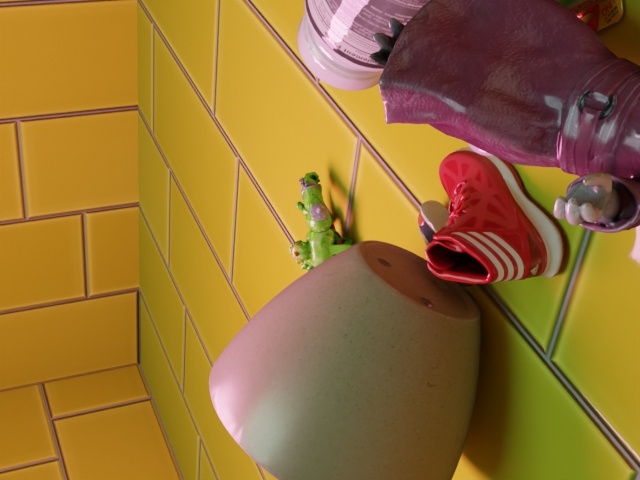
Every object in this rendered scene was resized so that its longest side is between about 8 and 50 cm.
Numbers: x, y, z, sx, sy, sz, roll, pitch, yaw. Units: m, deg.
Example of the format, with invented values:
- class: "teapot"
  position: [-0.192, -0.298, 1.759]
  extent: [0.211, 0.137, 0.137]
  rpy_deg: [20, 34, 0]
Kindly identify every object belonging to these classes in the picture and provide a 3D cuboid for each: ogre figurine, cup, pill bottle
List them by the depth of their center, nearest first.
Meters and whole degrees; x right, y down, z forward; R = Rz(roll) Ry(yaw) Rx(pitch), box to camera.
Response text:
- class: "pill bottle"
  position: [0.073, -0.295, 1.135]
  extent: [0.278, 0.162, 0.162]
  rpy_deg: [131, 126, -64]
- class: "cup"
  position: [0.062, 0.142, 1.199]
  extent: [0.237, 0.331, 0.331]
  rpy_deg: [-61, 36, 20]
- class: "ogre figurine"
  position: [0.000, 0.000, 1.541]
  extent: [0.118, 0.097, 0.197]
  rpy_deg: [-112, 33, -75]

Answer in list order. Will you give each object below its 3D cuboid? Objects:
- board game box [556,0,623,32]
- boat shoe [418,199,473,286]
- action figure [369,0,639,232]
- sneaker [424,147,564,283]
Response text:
- class: "board game box"
  position: [0.218, -0.318, 0.938]
  extent: [0.124, 0.039, 0.259]
  rpy_deg: [163, 94, -69]
- class: "boat shoe"
  position: [0.156, 0.010, 1.206]
  extent: [0.043, 0.049, 0.137]
  rpy_deg: [98, 155, -44]
- class: "action figure"
  position: [0.225, -0.086, 0.804]
  extent: [0.370, 0.248, 0.276]
  rpy_deg: [32, 167, 32]
- class: "sneaker"
  position: [0.157, -0.031, 1.075]
  extent: [0.221, 0.128, 0.087]
  rpy_deg: [-129, 36, -51]
